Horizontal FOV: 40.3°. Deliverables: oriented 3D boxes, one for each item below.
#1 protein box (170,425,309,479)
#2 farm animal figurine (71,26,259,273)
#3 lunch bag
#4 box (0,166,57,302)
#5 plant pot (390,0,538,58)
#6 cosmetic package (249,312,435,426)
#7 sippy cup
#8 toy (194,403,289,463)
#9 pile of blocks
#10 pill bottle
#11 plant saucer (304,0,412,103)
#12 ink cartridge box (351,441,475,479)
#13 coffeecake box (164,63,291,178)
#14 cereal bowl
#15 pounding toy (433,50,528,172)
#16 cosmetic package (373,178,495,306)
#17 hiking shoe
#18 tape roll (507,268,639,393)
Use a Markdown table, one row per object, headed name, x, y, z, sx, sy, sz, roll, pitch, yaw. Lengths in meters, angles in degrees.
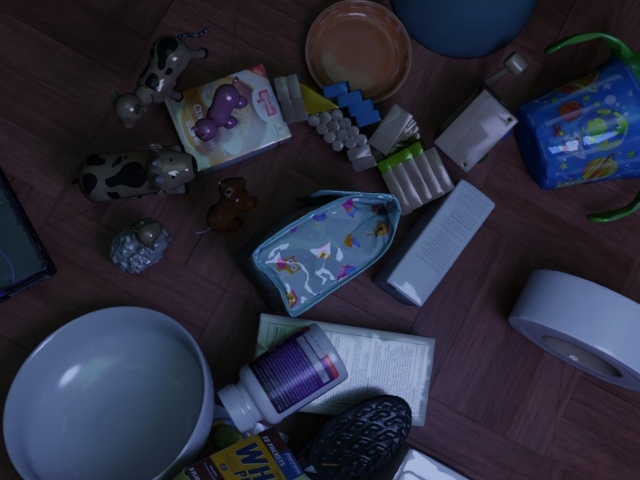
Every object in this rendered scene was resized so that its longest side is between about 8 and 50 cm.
| name | x | y | z | sx | sy | sz | roll | pitch | yaw |
| --- | --- | --- | --- | --- | --- | --- | --- | --- | --- |
| protein box | -0.153 | 0.415 | 1.333 | 0.200 | 0.201 | 0.136 | -45 | 71 | 32 |
| farm animal figurine | -0.269 | -0.141 | 1.422 | 0.327 | 0.172 | 0.330 | -23 | 88 | 21 |
| lunch bag | 0.000 | 0.000 | 1.479 | 0.262 | 0.223 | 0.160 | -37 | 97 | -11 |
| box | -0.576 | -0.030 | 1.435 | 0.165 | 0.143 | 0.270 | -28 | 90 | -11 |
| plant pot | 0.284 | -0.495 | 1.574 | 0.290 | 0.195 | 0.290 | 1 | 86 | -9 |
| cosmetic package | 0.031 | 0.223 | 1.523 | 0.310 | 0.113 | 0.160 | 10 | 85 | -7 |
| sippy cup | 0.482 | -0.198 | 1.578 | 0.224 | 0.240 | 0.305 | -18 | 67 | 1 |
| toy | -0.186 | 0.359 | 1.508 | 0.237 | 0.056 | 0.136 | 25 | 84 | -6 |
| pile of blocks | 0.084 | -0.197 | 1.553 | 0.362 | 0.112 | 0.149 | 38 | 105 | -2 |
| pill bottle | -0.062 | 0.225 | 1.398 | 0.194 | 0.108 | 0.108 | -31 | 91 | -9 |
| plant saucer | 0.068 | -0.343 | 1.610 | 0.200 | 0.037 | 0.199 | 0 | 86 | -8 |
| ink cartridge box | 0.156 | 0.441 | 1.463 | 0.171 | 0.233 | 0.168 | 29 | 82 | -5 |
| coffeecake box | -0.164 | -0.211 | 1.549 | 0.186 | 0.068 | 0.142 | -22 | 88 | -10 |
| cereal bowl | -0.327 | 0.284 | 1.414 | 0.339 | 0.141 | 0.338 | -5 | 53 | 7 |
| pounding toy | 0.312 | -0.236 | 1.577 | 0.094 | 0.181 | 0.206 | 43 | 108 | -4 |
| cosmetic package | 0.202 | 0.006 | 1.563 | 0.085 | 0.117 | 0.231 | 37 | 83 | -5 |
| hiking shoe | 0.022 | 0.345 | 1.453 | 0.304 | 0.132 | 0.113 | -39 | 97 | 12 |
| tape roll | 0.473 | 0.160 | 1.507 | 0.286 | 0.286 | 0.100 | 30 | 81 | -5 |
